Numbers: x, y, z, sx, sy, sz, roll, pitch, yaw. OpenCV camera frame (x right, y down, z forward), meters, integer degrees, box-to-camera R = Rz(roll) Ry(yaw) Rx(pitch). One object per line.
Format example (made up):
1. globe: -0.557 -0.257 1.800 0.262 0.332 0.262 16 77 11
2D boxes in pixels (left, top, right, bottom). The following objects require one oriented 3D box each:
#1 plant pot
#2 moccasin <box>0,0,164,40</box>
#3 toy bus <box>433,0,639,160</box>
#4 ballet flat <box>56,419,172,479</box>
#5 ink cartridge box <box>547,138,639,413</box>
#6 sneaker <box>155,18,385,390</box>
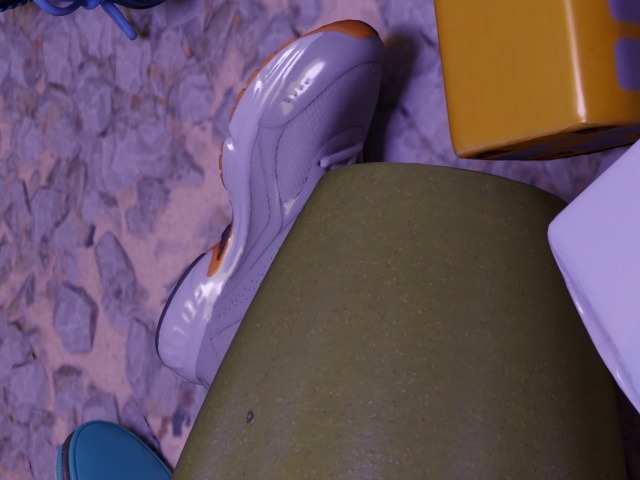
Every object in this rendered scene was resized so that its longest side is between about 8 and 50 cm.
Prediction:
1. plant pot: 0.042 0.119 0.949 0.274 0.274 0.294 -4 73 45
2. moccasin: -0.133 -0.199 1.180 0.342 0.137 0.117 -21 80 44
3. toy bus: 0.116 -0.210 0.931 0.108 0.130 0.333 -12 83 44
4. ballet flat: -0.104 0.223 1.201 0.247 0.083 0.087 47 136 36
5. ink cartridge box: 0.303 -0.080 0.622 0.385 0.308 0.091 -44 61 35
6. sneaker: 0.000 0.000 1.091 0.121 0.099 0.262 39 125 29
